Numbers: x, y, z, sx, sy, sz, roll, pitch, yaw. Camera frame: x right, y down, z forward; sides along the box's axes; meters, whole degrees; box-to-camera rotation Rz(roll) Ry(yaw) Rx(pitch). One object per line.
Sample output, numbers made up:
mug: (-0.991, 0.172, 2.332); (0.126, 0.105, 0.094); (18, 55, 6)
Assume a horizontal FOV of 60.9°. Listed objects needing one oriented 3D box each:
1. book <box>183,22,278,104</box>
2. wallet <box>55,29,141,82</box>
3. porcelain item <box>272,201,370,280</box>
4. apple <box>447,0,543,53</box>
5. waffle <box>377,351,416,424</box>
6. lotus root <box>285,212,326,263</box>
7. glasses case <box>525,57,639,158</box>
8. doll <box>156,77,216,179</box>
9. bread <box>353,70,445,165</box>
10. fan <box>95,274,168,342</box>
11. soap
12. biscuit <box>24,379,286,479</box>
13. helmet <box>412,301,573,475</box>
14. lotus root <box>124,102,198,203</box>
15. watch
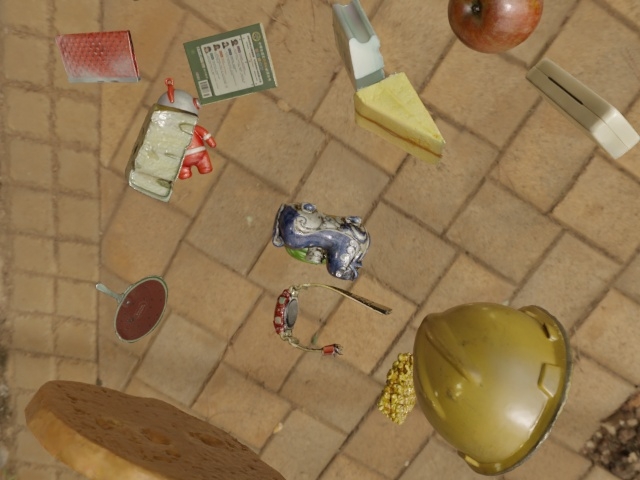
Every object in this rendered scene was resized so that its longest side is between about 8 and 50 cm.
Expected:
book: (-0.288, -0.563, 1.750); (0.263, 0.027, 0.202); (-11, 108, 10)
wallet: (-0.470, -0.386, 1.151); (0.196, 0.020, 0.103); (6, 120, 23)
porcelain item: (0.000, 0.000, 1.561); (0.287, 0.138, 0.187); (16, 85, -15)
apple: (0.364, -0.491, 1.147); (0.188, 0.173, 0.189); (24, 124, 41)
waffle: (0.232, 0.408, 1.522); (0.070, 0.197, 0.193); (15, 150, 28)
lotus root: (-0.061, -0.002, 1.800); (0.185, 0.186, 0.186); (1, 107, 3)
glasses case: (0.606, -0.317, 1.281); (0.131, 0.313, 0.070); (30, 116, -31)
doll: (-0.471, -0.382, 1.852); (0.199, 0.105, 0.337); (-15, 101, 4)
bread: (0.216, -0.315, 1.536); (0.163, 0.168, 0.264); (-24, 69, -3)
fan: (-0.214, 0.071, 0.615); (0.005, 0.133, 0.085); (22, 75, 23)
soap: (0.116, -0.604, 1.712); (0.095, 0.290, 0.173); (-14, 141, -2)
biscuit: (-0.263, 0.324, 0.854); (0.365, 0.384, 0.062); (31, 78, -48)
helmet: (0.186, 0.149, 0.680); (0.140, 0.257, 0.205); (32, 115, -6)
lotus root: (-0.399, -0.222, 1.355); (0.118, 0.138, 0.235); (20, 88, -29)
watch: (0.019, 0.191, 1.286); (0.268, 0.102, 0.165); (17, 87, 20)
